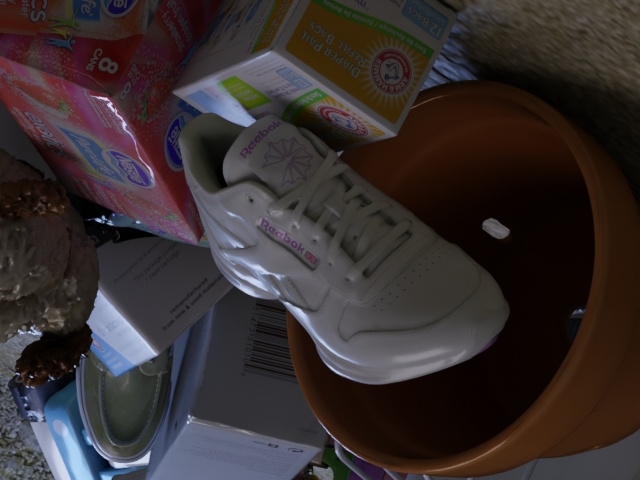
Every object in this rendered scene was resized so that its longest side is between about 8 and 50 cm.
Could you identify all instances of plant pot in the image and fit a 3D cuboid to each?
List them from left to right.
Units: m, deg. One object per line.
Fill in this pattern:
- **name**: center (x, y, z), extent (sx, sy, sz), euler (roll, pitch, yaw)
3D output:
- **plant pot**: center (0.146, 0.047, 1.444), extent (0.291, 0.291, 0.203), euler (12, 174, 43)

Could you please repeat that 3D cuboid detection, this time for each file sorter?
- **file sorter**: center (0.181, 0.208, 2.021), extent (0.277, 0.193, 0.173), euler (11, 156, 45)

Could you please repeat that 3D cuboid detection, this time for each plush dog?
- **plush dog**: center (-0.272, 0.004, 1.668), extent (0.210, 0.262, 0.225), euler (-16, 162, 17)

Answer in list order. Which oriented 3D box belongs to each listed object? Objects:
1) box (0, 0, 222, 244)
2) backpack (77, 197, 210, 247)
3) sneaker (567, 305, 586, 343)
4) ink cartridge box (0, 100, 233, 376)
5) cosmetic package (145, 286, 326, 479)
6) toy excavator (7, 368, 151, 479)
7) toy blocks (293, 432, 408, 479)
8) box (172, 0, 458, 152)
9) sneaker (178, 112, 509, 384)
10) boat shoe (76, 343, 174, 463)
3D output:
- **box**: center (-0.156, -0.134, 1.547), extent (0.142, 0.154, 0.300), euler (23, 163, 17)
- **backpack**: center (-0.120, -0.057, 1.762), extent (0.182, 0.152, 0.115), euler (17, 175, -9)
- **sneaker**: center (0.247, 0.089, 1.751), extent (0.110, 0.107, 0.275), euler (13, 176, -24)
- **ink cartridge box**: center (-0.244, -0.025, 1.919), extent (0.307, 0.129, 0.223), euler (48, 162, -4)
- **cosmetic package**: center (-0.087, 0.163, 2.166), extent (0.156, 0.217, 0.385), euler (14, 158, -9)
- **toy excavator**: center (-0.227, 0.259, 2.587), extent (0.445, 0.433, 0.222), euler (-10, 108, 40)
- **toy blocks**: center (0.047, 0.324, 2.458), extent (0.260, 0.289, 0.309), euler (13, 164, 15)
- **box**: center (-0.007, -0.134, 1.387), extent (0.114, 0.103, 0.203), euler (32, 164, -17)
- **sneaker**: center (0.000, 0.000, 1.339), extent (0.305, 0.114, 0.152), euler (26, 151, 43)
- **boat shoe**: center (-0.214, 0.101, 2.135), extent (0.109, 0.302, 0.094), euler (4, -179, -10)
